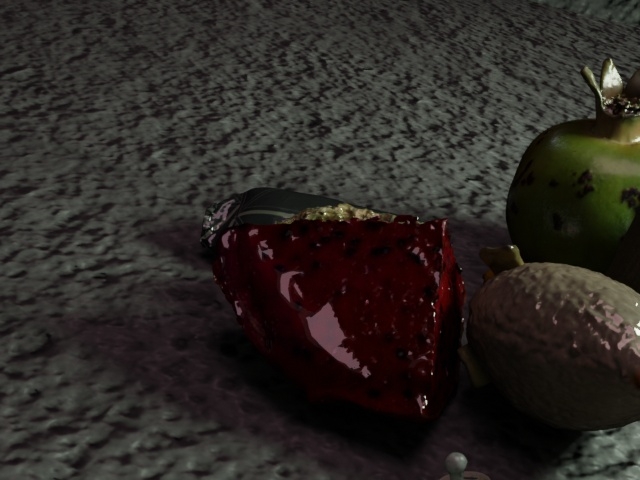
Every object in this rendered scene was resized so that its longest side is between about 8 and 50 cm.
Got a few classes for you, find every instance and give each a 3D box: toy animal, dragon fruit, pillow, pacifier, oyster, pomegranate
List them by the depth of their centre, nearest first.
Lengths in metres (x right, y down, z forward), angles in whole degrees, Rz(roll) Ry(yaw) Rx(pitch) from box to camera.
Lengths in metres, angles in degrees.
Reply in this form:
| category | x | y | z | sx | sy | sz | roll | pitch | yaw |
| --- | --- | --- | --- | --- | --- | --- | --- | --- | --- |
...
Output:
| category | x | y | z | sx | sy | sz | roll | pitch | yaw |
| --- | --- | --- | --- | --- | --- | --- | --- | --- | --- |
| pacifier | 0.139 | 0.251 | 1.321 | 0.068 | 0.064 | 0.083 | 2 | 20 | 28 |
| toy animal | 0.281 | 0.121 | 1.458 | 0.226 | 0.188 | 0.358 | 20 | -4 | -11 |
| dragon fruit | 0.036 | 0.047 | 1.509 | 0.330 | 0.240 | 0.302 | 24 | 12 | 13 |
| oyster | 0.059 | -0.013 | 1.631 | 0.209 | 0.072 | 0.133 | -6 | -11 | 12 |
| pillow | 0.000 | 0.000 | 1.759 | 0.335 | 0.093 | 0.161 | 14 | 35 | 11 |
| pomegranate | 0.415 | -0.070 | 1.783 | 0.290 | 0.323 | 0.291 | 6 | 47 | -7 |

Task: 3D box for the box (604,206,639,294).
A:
| category | x | y | z | sx | sy | sz | roll | pitch | yaw |
| --- | --- | --- | --- | --- | --- | --- | --- | --- | --- |
| box | 0.499 | 0.048 | 1.620 | 0.143 | 0.184 | 0.273 | 29 | 4 | 38 |

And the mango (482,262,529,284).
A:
| category | x | y | z | sx | sy | sz | roll | pitch | yaw |
| --- | --- | --- | --- | --- | --- | --- | --- | --- | --- |
| mango | 0.299 | 0.079 | 1.695 | 0.190 | 0.098 | 0.075 | 22 | 63 | 34 |
